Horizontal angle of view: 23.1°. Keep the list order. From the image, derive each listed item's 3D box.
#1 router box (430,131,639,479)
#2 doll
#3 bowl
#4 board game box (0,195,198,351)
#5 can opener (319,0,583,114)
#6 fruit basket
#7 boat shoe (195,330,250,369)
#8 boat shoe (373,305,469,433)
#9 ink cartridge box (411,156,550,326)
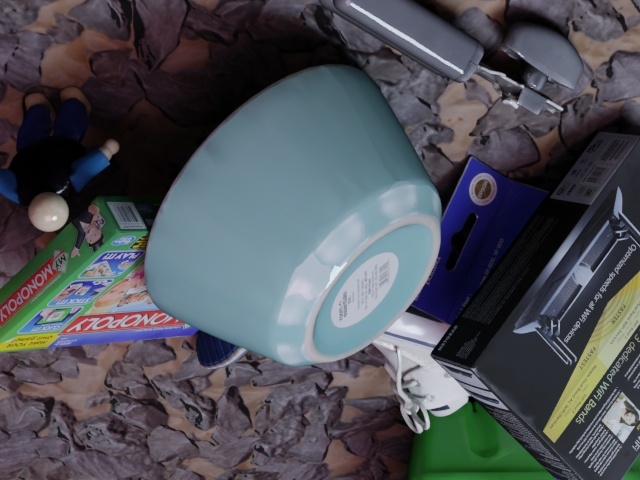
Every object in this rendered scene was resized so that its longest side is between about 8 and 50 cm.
[{"bbox_3d":[0.294,0.079,1.646,0.243,0.081,0.309,45,75,-27],"label":"router box"},{"bbox_3d":[-0.255,-0.079,1.511,0.129,0.189,0.046,-9,130,4],"label":"doll"},{"bbox_3d":[0.000,0.000,1.524,0.311,0.163,0.311,-36,150,-25],"label":"bowl"},{"bbox_3d":[-0.175,0.033,1.608,0.213,0.046,0.317,-41,159,28],"label":"board game box"},{"bbox_3d":[0.134,-0.206,1.529,0.283,0.076,0.095,28,93,-27],"label":"can opener"},{"bbox_3d":[0.270,0.367,1.849,0.392,0.392,0.283,0,139,-5],"label":"fruit basket"},{"bbox_3d":[-0.072,0.098,1.775,0.066,0.066,0.183,3,154,-41],"label":"boat shoe"},{"bbox_3d":[0.134,0.151,1.783,0.367,0.136,0.156,18,101,-28],"label":"boat shoe"},{"bbox_3d":[0.279,0.067,1.723,0.371,0.069,0.175,28,84,-26],"label":"ink cartridge box"}]
